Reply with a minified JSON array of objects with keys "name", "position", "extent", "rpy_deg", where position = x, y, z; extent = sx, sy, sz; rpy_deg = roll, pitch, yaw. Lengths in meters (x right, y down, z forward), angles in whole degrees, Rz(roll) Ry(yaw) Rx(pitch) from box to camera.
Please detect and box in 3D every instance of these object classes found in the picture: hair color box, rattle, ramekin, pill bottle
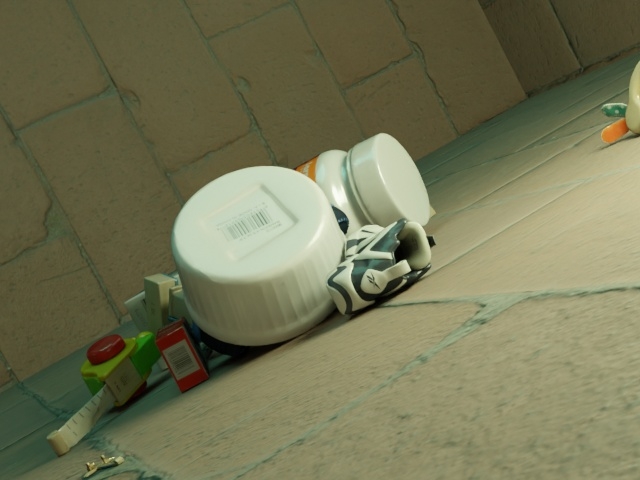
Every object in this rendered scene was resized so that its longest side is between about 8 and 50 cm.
[{"name":"hair color box","position":[-0.222,0.180,1.683],"extent":[0.053,0.093,0.167],"rpy_deg":[-28,5,-6]},{"name":"rattle","position":[0.575,-0.232,1.746],"extent":[0.143,0.130,0.199],"rpy_deg":[-18,-26,-22]},{"name":"ramekin","position":[-0.096,0.012,1.610],"extent":[0.277,0.135,0.277],"rpy_deg":[-8,46,8]},{"name":"pill bottle","position":[-0.008,-0.034,1.968],"extent":[0.392,0.224,0.224],"rpy_deg":[-26,5,26]}]

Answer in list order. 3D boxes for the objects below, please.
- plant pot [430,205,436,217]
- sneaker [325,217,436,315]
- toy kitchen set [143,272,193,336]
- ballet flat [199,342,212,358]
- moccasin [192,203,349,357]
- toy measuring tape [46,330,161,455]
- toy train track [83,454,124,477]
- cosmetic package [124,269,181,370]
[{"name":"plant pot","position":[0.151,-0.063,2.150],"extent":[0.109,0.096,0.109],"rpy_deg":[-24,6,46]},{"name":"sneaker","position":[0.109,0.018,1.540],"extent":[0.153,0.094,0.235],"rpy_deg":[-24,6,24]},{"name":"toy kitchen set","position":[-0.189,0.127,1.879],"extent":[0.166,0.122,0.207],"rpy_deg":[-15,21,-39]},{"name":"ballet flat","position":[-0.224,0.200,1.845],"extent":[0.041,0.041,0.114],"rpy_deg":[-30,4,-24]},{"name":"moccasin","position":[-0.058,0.078,1.733],"extent":[0.342,0.117,0.138],"rpy_deg":[-44,-29,-24]},{"name":"toy measuring tape","position":[-0.381,0.254,1.770],"extent":[0.121,0.121,0.330],"rpy_deg":[-25,15,35]},{"name":"toy train track","position":[-0.281,0.287,1.352],"extent":[0.083,0.014,0.048],"rpy_deg":[-22,7,47]},{"name":"cosmetic package","position":[-0.255,0.133,2.027],"extent":[0.151,0.151,0.184],"rpy_deg":[-26,5,16]}]
